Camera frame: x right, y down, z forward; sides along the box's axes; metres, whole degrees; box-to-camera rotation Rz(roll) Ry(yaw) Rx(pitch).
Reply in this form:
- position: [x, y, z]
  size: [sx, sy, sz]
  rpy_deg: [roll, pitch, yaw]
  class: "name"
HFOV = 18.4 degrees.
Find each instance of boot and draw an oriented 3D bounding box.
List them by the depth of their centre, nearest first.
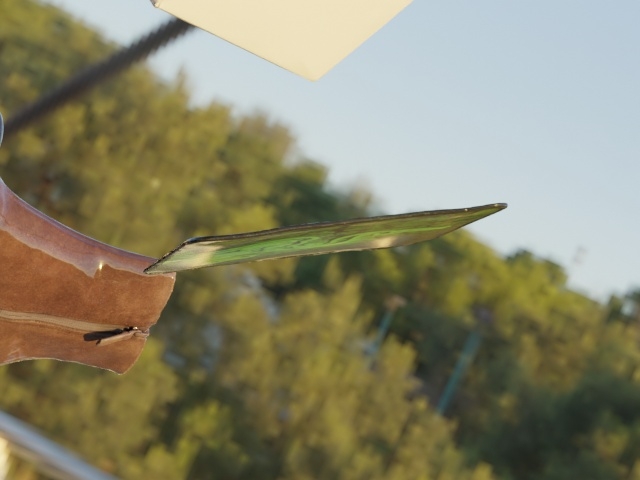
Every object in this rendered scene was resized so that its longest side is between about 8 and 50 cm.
- position: [-0.202, -0.002, 1.419]
  size: [0.207, 0.248, 0.090]
  rpy_deg: [8, 43, -22]
  class: "boot"

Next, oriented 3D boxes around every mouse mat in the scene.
- position: [0.000, 0.000, 1.156]
  size: [0.190, 0.007, 0.152]
  rpy_deg: [-6, -6, -16]
  class: "mouse mat"

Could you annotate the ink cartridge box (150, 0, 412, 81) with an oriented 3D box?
- position: [-0.041, -0.273, 1.185]
  size: [0.270, 0.197, 0.198]
  rpy_deg: [58, 18, 24]
  class: "ink cartridge box"
